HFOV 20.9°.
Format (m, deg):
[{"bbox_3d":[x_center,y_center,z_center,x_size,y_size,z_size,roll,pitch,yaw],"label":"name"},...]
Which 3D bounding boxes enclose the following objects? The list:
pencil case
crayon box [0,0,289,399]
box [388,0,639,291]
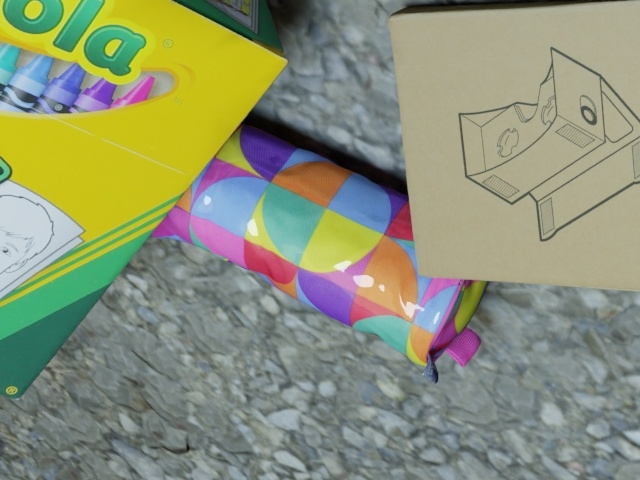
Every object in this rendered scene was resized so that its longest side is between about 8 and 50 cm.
[{"bbox_3d":[0.000,0.000,1.132,0.236,0.104,0.104,28,141,14],"label":"pencil case"},{"bbox_3d":[-0.258,-0.092,1.019,0.363,0.106,0.313,24,122,-29],"label":"crayon box"},{"bbox_3d":[0.135,-0.054,0.982,0.201,0.021,0.164,3,108,36],"label":"box"}]
